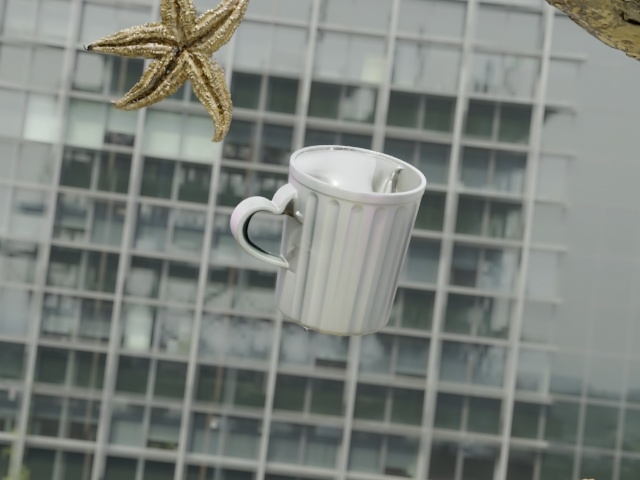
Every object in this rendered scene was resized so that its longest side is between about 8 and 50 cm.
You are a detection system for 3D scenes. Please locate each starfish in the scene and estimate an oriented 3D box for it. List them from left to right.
[{"bbox_3d":[-0.173,-0.231,1.905,0.227,0.240,0.043,-18,11,21],"label":"starfish"}]

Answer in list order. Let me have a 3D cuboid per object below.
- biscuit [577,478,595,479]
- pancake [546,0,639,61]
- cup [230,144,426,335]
[{"bbox_3d":[0.434,0.540,2.304,0.057,0.351,0.312,-10,13,-7],"label":"biscuit"},{"bbox_3d":[0.342,-0.222,1.425,0.387,0.082,0.387,27,0,0],"label":"pancake"},{"bbox_3d":[0.005,-0.005,1.918,0.221,0.202,0.167,12,21,4],"label":"cup"}]
